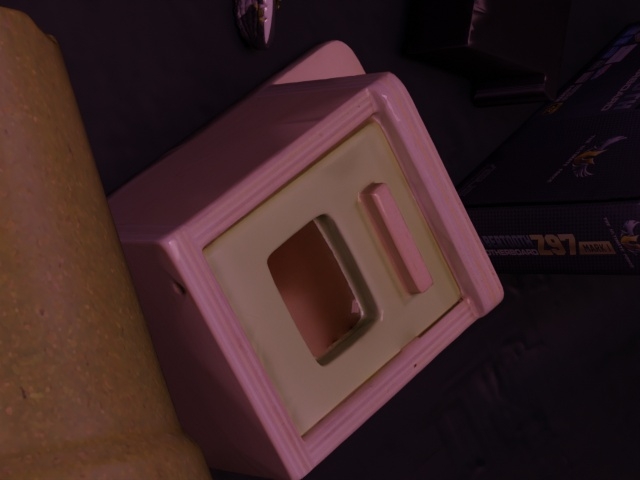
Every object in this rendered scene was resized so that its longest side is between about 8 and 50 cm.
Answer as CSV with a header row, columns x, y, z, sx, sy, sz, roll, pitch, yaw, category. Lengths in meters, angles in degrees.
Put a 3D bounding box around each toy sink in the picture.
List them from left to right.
x,y,z,sx,sy,sz,roll,pitch,yaw,category
0.000,0.000,0.957,0.234,0.131,0.153,-38,112,-31,toy sink

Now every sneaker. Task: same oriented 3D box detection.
x,y,z,sx,sy,sz,roll,pitch,yaw,category
-0.028,-0.152,0.999,0.035,0.031,0.083,0,90,-37,sneaker

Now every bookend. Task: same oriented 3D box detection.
x,y,z,sx,sy,sz,roll,pitch,yaw,category
0.077,-0.177,1.054,0.156,0.072,0.157,14,82,-35,bookend

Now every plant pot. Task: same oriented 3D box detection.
x,y,z,sx,sy,sz,roll,pitch,yaw,category
-0.184,0.039,0.761,0.276,0.276,0.254,-5,81,-37,plant pot

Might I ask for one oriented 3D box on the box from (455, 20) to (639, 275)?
x,y,z,sx,sy,sz,roll,pitch,yaw,category
0.210,-0.067,1.084,0.232,0.183,0.059,-43,114,-28,box
